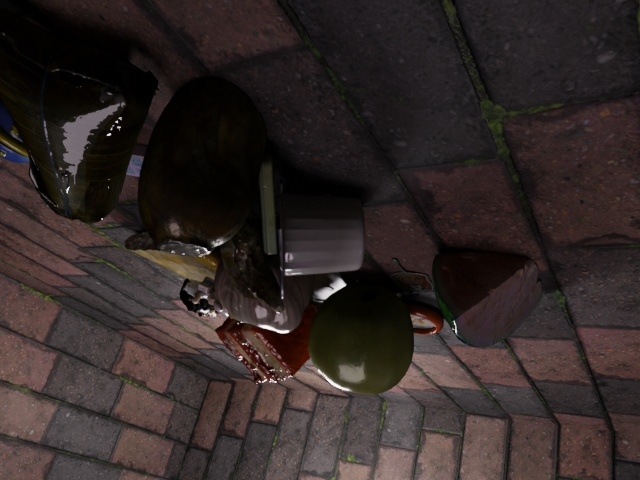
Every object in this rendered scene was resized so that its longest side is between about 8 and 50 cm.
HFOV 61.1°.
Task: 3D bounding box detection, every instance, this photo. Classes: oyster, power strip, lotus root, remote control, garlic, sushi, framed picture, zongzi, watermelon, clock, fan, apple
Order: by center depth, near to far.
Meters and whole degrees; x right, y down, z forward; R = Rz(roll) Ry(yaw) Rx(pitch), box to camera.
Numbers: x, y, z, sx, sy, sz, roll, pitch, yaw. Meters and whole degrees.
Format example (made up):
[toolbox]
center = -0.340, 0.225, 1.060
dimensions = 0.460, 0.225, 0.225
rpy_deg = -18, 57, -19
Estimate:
[zongzi]
center = -0.591, -0.257, 1.115
dimensions = 0.431, 0.208, 0.403
rpy_deg = 24, 128, -11
[lotus root]
center = -0.252, -0.133, 1.123
dimensions = 0.250, 0.346, 0.250
rpy_deg = 7, 157, 3
[remote control]
center = -0.124, -0.087, 1.280
dimensions = 0.038, 0.098, 0.234
rpy_deg = -3, 110, -6
[oyster]
center = -0.199, 0.026, 1.409
dimensions = 0.110, 0.397, 0.204
rpy_deg = -16, 165, -24
[power strip]
center = -0.513, -0.214, 1.433
dimensions = 0.278, 0.038, 0.109
rpy_deg = 11, 154, 10
[watermelon]
center = 0.430, 0.137, 1.502
dimensions = 0.222, 0.319, 0.292
rpy_deg = 40, 164, 38
[garlic]
center = -0.155, 0.114, 1.579
dimensions = 0.317, 0.317, 0.260
rpy_deg = 3, 124, 24
[fan]
center = 0.268, 0.109, 1.676
dimensions = 0.131, 0.009, 0.220
rpy_deg = -3, 149, 32
[apple]
center = 0.136, 0.311, 1.772
dimensions = 0.356, 0.358, 0.357
rpy_deg = 12, 154, 6
[framed picture]
center = 0.014, 0.156, 1.896
dimensions = 0.211, 0.020, 0.289
rpy_deg = 1, 151, 27
[clock]
center = 0.333, 0.276, 1.920
dimensions = 0.205, 0.051, 0.205
rpy_deg = 13, 153, 7
[sushi]
center = -0.458, 0.228, 2.154
dimensions = 0.150, 0.153, 0.172
rpy_deg = 28, 160, -32

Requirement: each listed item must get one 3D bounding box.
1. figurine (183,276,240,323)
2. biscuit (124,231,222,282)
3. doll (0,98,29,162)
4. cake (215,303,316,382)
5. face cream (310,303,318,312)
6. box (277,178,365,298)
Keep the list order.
[figurine]
center = -0.323, 0.176, 1.733
dimensions = 0.228, 0.112, 0.137
rpy_deg = 20, -168, 5
[biscuit]
center = -0.402, 0.076, 1.847
dimensions = 0.446, 0.104, 0.429
rpy_deg = 29, 159, -28
[doll]
center = -0.628, -0.269, 1.260
dimensions = 0.311, 0.243, 0.159
rpy_deg = 34, -178, -34
[cake]
center = -0.178, 0.337, 2.002
dimensions = 0.269, 0.270, 0.319
rpy_deg = 52, 143, -13
[face cream]
center = 0.004, 0.349, 2.214
dimensions = 0.078, 0.078, 0.273
rpy_deg = 2, 151, 26
[box]
center = 0.000, 0.000, 1.316
dimensions = 0.206, 0.291, 0.263
rpy_deg = -2, 141, -4
